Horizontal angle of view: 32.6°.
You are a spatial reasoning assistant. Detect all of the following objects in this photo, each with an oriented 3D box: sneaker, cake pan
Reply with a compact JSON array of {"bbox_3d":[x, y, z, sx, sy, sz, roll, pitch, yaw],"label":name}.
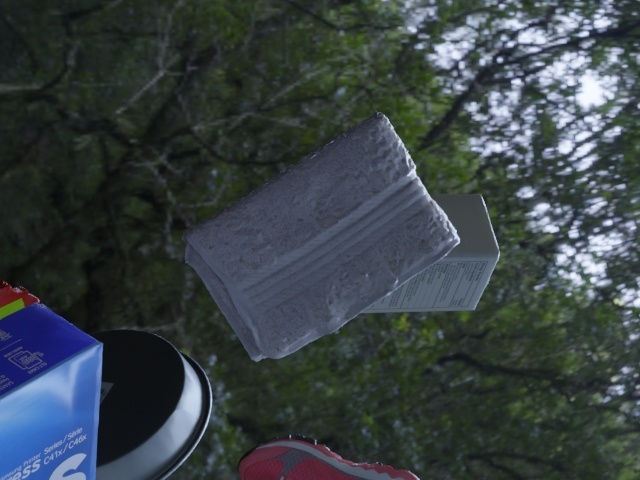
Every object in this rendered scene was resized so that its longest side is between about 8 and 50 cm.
[{"bbox_3d":[0.004,0.399,1.697,0.314,0.136,0.115,9,-52,18],"label":"sneaker"},{"bbox_3d":[-0.287,0.218,1.403,0.293,0.293,0.054,22,-40,38],"label":"cake pan"}]

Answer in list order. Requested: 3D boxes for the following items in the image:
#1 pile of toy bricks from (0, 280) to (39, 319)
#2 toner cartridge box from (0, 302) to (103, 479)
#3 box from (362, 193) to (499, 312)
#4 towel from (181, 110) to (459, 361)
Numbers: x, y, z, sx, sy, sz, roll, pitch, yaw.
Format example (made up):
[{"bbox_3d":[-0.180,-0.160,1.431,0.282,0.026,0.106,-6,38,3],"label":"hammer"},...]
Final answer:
[{"bbox_3d":[-0.354,0.109,1.051,0.118,0.212,0.105,22,-49,47],"label":"pile of toy bricks"},{"bbox_3d":[-0.299,0.187,0.731,0.075,0.348,0.165,26,-54,27],"label":"toner cartridge box"},{"bbox_3d":[0.086,0.020,1.594,0.148,0.311,0.121,106,-20,-49],"label":"box"},{"bbox_3d":[0.000,0.000,1.242,0.187,0.282,0.049,58,-5,-14],"label":"towel"}]
